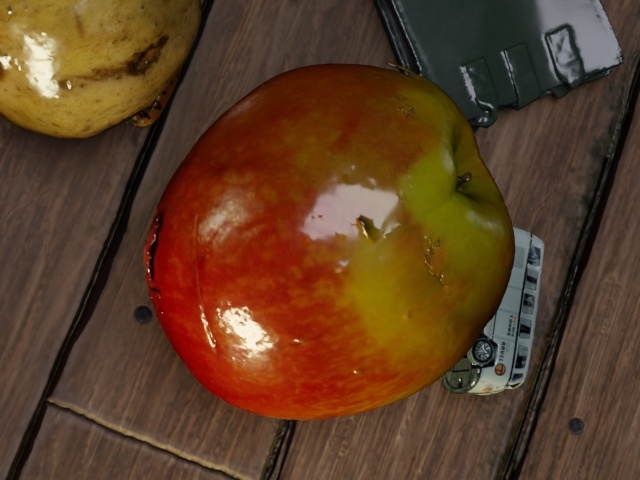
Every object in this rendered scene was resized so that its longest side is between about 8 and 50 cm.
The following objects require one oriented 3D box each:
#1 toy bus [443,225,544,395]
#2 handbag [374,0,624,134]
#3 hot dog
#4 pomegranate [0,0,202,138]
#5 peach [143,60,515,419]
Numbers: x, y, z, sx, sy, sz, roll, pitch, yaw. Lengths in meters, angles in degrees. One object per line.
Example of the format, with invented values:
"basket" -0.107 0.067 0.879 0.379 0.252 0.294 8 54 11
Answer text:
"toy bus" 0.191 0.078 1.579 0.089 0.087 0.194 14 77 -21
"handbag" 0.194 -0.266 1.640 0.247 0.079 0.260 -20 87 -15
"hot dog" -0.179 -0.177 1.556 0.049 0.037 0.122 25 78 -12
"pomegranate" -0.257 -0.242 1.434 0.281 0.281 0.281 2 80 -13
"peach" 0.000 0.000 1.430 0.370 0.370 0.370 2 80 -13
